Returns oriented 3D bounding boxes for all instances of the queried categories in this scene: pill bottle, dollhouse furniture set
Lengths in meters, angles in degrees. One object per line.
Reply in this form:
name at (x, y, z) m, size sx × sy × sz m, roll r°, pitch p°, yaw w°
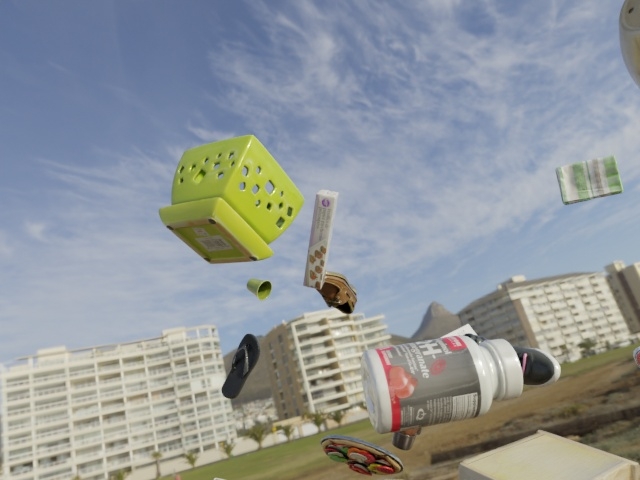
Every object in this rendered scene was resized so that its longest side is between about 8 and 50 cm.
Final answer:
pill bottle at (0.258, 0.303, 1.057) m, size 0.318 × 0.176 × 0.176 m, roll -8°, pitch -20°, yaw -6°
dollhouse furniture set at (0.357, 0.549, 0.779) m, size 0.256 × 0.394 × 0.362 m, roll 1°, pitch 0°, yaw -36°

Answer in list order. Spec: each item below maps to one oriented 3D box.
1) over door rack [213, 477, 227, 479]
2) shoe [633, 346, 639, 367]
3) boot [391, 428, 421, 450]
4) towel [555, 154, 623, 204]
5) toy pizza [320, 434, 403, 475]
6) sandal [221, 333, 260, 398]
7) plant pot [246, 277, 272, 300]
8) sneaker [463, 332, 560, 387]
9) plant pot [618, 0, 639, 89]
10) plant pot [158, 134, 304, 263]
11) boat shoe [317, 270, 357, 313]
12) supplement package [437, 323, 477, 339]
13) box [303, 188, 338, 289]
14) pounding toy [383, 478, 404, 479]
over door rack at (-0.076, 0.619, 0.922) m, size 0.324 × 0.240 × 0.108 m, roll 12°, pitch 31°, yaw 20°
shoe at (0.763, 0.310, 1.055) m, size 0.063 × 0.178 × 0.081 m, roll -49°, pitch -9°, yaw 28°
boot at (0.294, 0.469, 1.525) m, size 0.096 × 0.280 × 0.264 m, roll 16°, pitch 5°, yaw 22°
towel at (0.750, -0.169, 1.364) m, size 0.152 × 0.113 × 0.023 m, roll -12°, pitch -6°, yaw 26°
toy pizza at (0.093, 0.511, 1.138) m, size 0.201 × 0.032 × 0.201 m, roll 14°, pitch -37°, yaw 11°
sandal at (-0.304, 0.481, 1.866) m, size 0.097 × 0.255 × 0.054 m, roll 13°, pitch -15°, yaw 27°
plant pot at (-0.247, 0.184, 1.922) m, size 0.079 × 0.083 × 0.083 m, roll 19°, pitch 3°, yaw 36°
sneaker at (0.497, 0.329, 1.343) m, size 0.146 × 0.105 × 0.295 m, roll 15°, pitch -6°, yaw -24°
plant pot at (0.646, -0.385, 0.844) m, size 0.191 × 0.284 × 0.284 m, roll 19°, pitch -32°, yaw -18°
plant pot at (-0.205, -0.074, 1.098) m, size 0.228 × 0.207 × 0.227 m, roll -5°, pitch -39°, yaw 35°
boat shoe at (0.063, 0.203, 1.862) m, size 0.110 × 0.104 × 0.307 m, roll -13°, pitch -27°, yaw 29°
supplement package at (0.446, 0.419, 1.647) m, size 0.177 × 0.175 × 0.293 m, roll -46°, pitch -23°, yaw 25°
box at (0.000, 0.000, 1.570) m, size 0.063 × 0.324 × 0.067 m, roll 12°, pitch 23°, yaw 8°
pounding toy at (0.155, 0.574, 1.005) m, size 0.141 × 0.130 × 0.100 m, roll 7°, pitch -15°, yaw 45°
